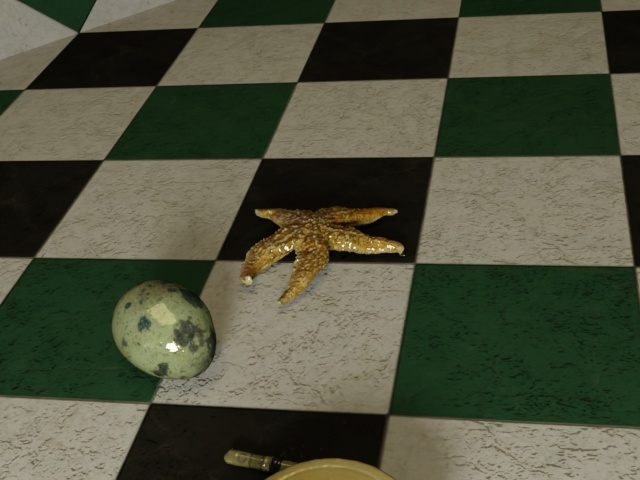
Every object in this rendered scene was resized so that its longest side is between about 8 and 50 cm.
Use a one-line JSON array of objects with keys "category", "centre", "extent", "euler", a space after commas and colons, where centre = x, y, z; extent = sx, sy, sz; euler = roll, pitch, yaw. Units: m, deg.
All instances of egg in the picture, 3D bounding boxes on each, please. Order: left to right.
[{"category": "egg", "centre": [-0.230, 0.136, 1.436], "extent": [0.181, 0.141, 0.141], "euler": [32, 50, 32]}]

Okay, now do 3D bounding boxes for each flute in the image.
[{"category": "flute", "centre": [-0.018, 0.300, 1.246], "extent": [0.232, 0.027, 0.027], "euler": [6, 37, 20]}]

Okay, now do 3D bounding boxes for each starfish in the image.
[{"category": "starfish", "centre": [0.000, -0.004, 1.656], "extent": [0.302, 0.060, 0.299], "euler": [-11, 32, -6]}]

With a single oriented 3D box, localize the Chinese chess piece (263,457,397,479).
[{"category": "Chinese chess piece", "centre": [0.008, 0.363, 1.088], "extent": [0.250, 0.097, 0.251], "euler": [-6, 35, 4]}]
